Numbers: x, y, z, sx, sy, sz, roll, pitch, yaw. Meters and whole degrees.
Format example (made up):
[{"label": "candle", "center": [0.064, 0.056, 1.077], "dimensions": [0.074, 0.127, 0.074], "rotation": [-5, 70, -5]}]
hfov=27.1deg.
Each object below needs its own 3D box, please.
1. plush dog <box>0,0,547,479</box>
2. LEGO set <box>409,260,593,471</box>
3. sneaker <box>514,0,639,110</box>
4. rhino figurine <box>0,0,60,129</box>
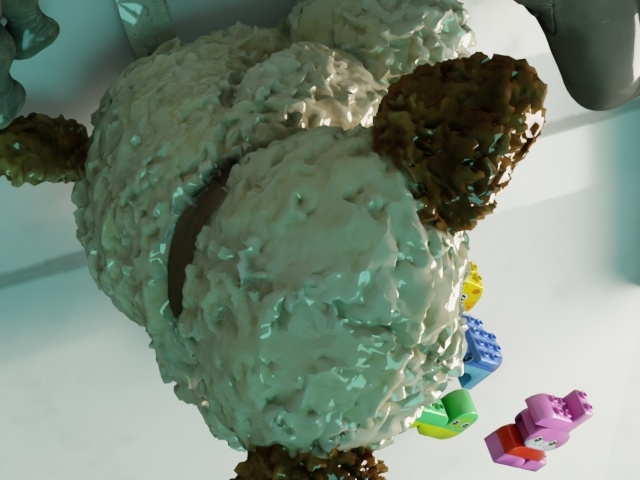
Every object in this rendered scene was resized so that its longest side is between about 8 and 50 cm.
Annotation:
[{"label": "plush dog", "center": [-0.018, 0.000, 0.583], "dimensions": [0.210, 0.225, 0.262], "rotation": [12, 103, -36]}, {"label": "LEGO set", "center": [0.084, 0.068, 0.832], "dimensions": [0.227, 0.087, 0.093], "rotation": [20, 129, -41]}, {"label": "sneaker", "center": [0.088, -0.173, 0.637], "dimensions": [0.130, 0.109, 0.286], "rotation": [-27, 127, -1]}, {"label": "rhino figurine", "center": [-0.229, -0.067, 0.535], "dimensions": [0.243, 0.073, 0.106], "rotation": [-26, 139, -9]}]
